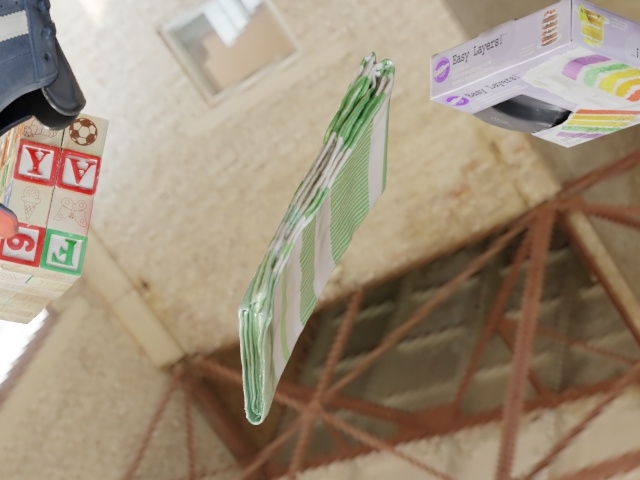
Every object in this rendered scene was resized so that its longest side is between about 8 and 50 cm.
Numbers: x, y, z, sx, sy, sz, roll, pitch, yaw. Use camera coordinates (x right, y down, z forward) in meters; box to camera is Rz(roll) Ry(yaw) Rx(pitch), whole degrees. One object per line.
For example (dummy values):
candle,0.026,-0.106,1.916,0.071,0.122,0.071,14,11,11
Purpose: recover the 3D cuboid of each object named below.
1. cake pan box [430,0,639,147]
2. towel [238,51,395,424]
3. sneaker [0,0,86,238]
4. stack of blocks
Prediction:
cake pan box,0.301,-0.199,1.886,0.267,0.246,0.070,-17,-118,51
towel,0.000,0.000,1.564,0.248,0.038,0.325,92,21,-58
sneaker,-0.233,-0.163,1.144,0.131,0.148,0.350,158,-52,-78
stack of blocks,-0.318,-0.022,1.674,0.297,0.087,0.171,148,-48,-65
